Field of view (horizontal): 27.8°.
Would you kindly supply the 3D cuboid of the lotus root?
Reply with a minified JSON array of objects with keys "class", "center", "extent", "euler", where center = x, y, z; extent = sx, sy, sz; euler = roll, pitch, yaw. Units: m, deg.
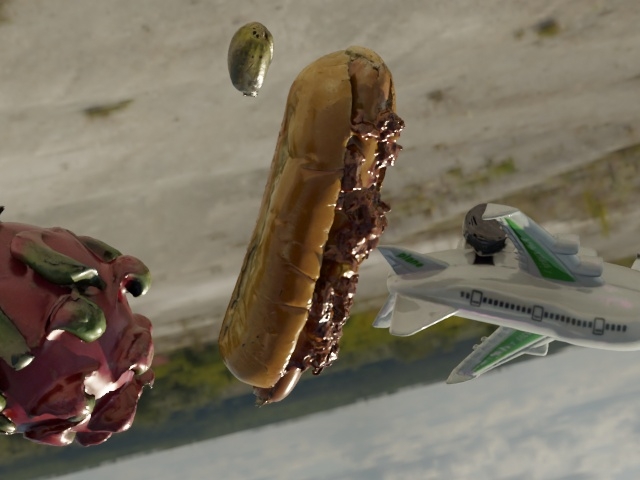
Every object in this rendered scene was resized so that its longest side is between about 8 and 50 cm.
[{"class":"lotus root","center":[-0.080,-0.202,1.460],"extent":[0.049,0.054,0.099],"euler":[14,137,5]}]

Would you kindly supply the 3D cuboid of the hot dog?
[{"class":"hot dog","center":[0.000,0.000,0.817],"extent":[0.076,0.249,0.102],"euler":[26,-155,18]}]

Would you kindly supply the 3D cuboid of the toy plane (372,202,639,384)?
[{"class":"toy plane","center":[0.170,0.037,1.032],"extent":[0.255,0.101,0.251],"euler":[3,146,2]}]

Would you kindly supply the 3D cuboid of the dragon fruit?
[{"class":"dragon fruit","center":[-0.269,0.068,1.050],"extent":[0.272,0.198,0.218],"euler":[10,-149,6]}]
